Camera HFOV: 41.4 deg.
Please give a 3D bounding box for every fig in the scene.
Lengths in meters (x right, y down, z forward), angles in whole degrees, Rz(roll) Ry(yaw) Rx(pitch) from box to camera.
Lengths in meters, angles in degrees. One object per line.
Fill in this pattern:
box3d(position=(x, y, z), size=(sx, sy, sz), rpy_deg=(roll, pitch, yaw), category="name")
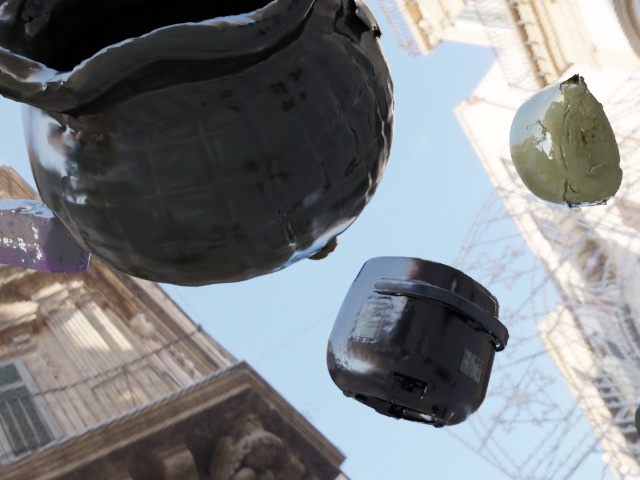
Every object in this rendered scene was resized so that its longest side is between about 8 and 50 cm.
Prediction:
box3d(position=(0.000, 0.000, 1.552), size=(0.088, 0.074, 0.073), rpy_deg=(-6, -68, -50), category="fig")

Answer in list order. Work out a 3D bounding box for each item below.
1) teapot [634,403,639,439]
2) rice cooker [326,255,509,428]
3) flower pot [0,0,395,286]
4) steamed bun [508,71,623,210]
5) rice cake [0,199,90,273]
box3d(position=(0.408, 0.123, 0.763), size=(0.251, 0.183, 0.183), rpy_deg=(-31, -58, -23), category="teapot")
box3d(position=(0.148, 0.162, 1.318), size=(0.267, 0.267, 0.224), rpy_deg=(36, -115, -37), category="rice cooker")
box3d(position=(-0.089, -0.123, 0.625), size=(0.302, 0.302, 0.213), rpy_deg=(-34, -45, -18), category="flower pot")
box3d(position=(0.488, -0.189, 1.724), size=(0.166, 0.232, 0.272), rpy_deg=(-22, -80, -3), category="steamed bun")
box3d(position=(-0.396, -0.014, 0.919), size=(0.056, 0.365, 0.072), rpy_deg=(-25, -63, -61), category="rice cake")
